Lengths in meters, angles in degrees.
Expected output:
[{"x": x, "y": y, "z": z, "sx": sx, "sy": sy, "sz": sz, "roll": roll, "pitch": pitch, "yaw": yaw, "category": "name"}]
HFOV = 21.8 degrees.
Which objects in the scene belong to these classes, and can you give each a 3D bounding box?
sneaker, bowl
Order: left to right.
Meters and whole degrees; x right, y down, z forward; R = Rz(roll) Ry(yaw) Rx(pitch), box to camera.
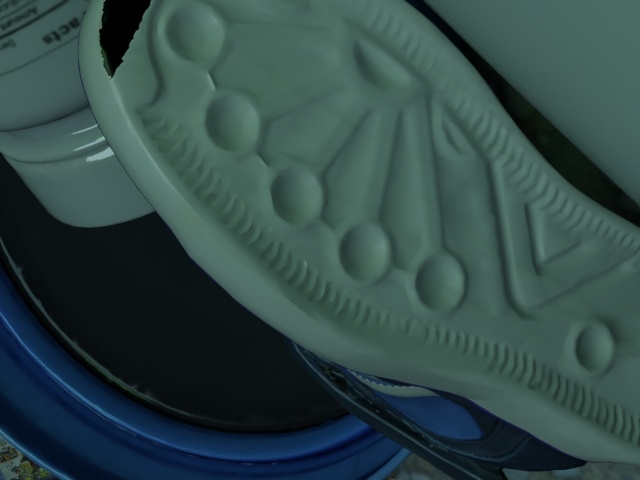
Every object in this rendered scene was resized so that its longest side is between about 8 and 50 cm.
[{"x": -0.082, "y": -0.030, "z": 0.929, "sx": 0.391, "sy": 0.077, "sz": 0.391, "roll": 10, "pitch": 113, "yaw": 23, "category": "bowl"}, {"x": 0.001, "y": 0.000, "z": 0.709, "sx": 0.323, "sy": 0.130, "sz": 0.236, "roll": 32, "pitch": 164, "yaw": -25, "category": "sneaker"}]

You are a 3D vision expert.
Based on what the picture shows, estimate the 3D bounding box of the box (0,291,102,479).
[{"x": -0.220, "y": 0.137, "z": 1.118, "sx": 0.233, "sy": 0.044, "sz": 0.159, "roll": -23, "pitch": 99, "yaw": 23, "category": "box"}]

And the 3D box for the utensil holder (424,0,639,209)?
[{"x": 0.112, "y": -0.230, "z": 0.568, "sx": 0.385, "sy": 0.327, "sz": 0.327, "roll": 46, "pitch": 130, "yaw": 10, "category": "utensil holder"}]

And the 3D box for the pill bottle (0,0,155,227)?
[{"x": -0.140, "y": -0.151, "z": 0.725, "sx": 0.160, "sy": 0.160, "sz": 0.283, "roll": -4, "pitch": 133, "yaw": 36, "category": "pill bottle"}]
